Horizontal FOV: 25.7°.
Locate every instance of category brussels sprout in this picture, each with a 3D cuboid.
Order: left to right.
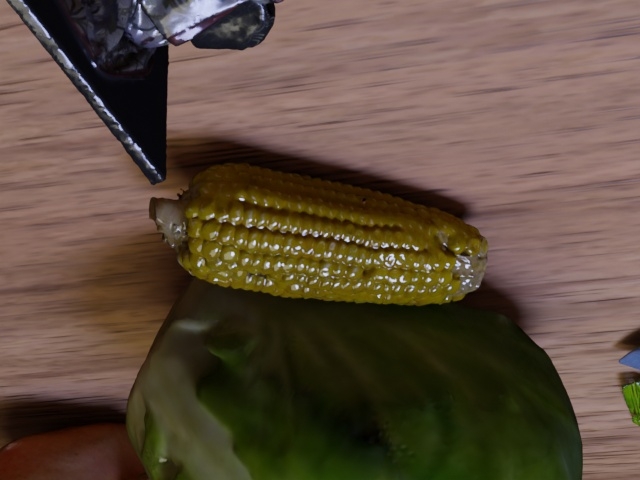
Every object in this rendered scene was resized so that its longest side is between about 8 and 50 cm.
[{"bbox_3d":[0.028,0.167,1.138,0.371,0.314,0.276,19,140,-6],"label":"brussels sprout"}]

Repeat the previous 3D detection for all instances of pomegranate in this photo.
[{"bbox_3d":[-0.227,0.296,1.425,0.252,0.229,0.270,25,136,-33],"label":"pomegranate"}]

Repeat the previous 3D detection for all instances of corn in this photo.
[{"bbox_3d":[0.000,0.000,1.053,0.262,0.097,0.097,10,147,-15],"label":"corn"}]

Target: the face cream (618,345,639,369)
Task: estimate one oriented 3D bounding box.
[{"bbox_3d":[0.394,0.049,1.115,0.136,0.086,0.385,19,149,-12],"label":"face cream"}]

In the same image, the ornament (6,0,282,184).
[{"bbox_3d":[-0.046,-0.166,0.768,0.196,0.166,0.153,-21,132,13],"label":"ornament"}]

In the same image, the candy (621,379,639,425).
[{"bbox_3d":[0.379,0.152,1.324,0.178,0.032,0.102,-6,144,16],"label":"candy"}]
